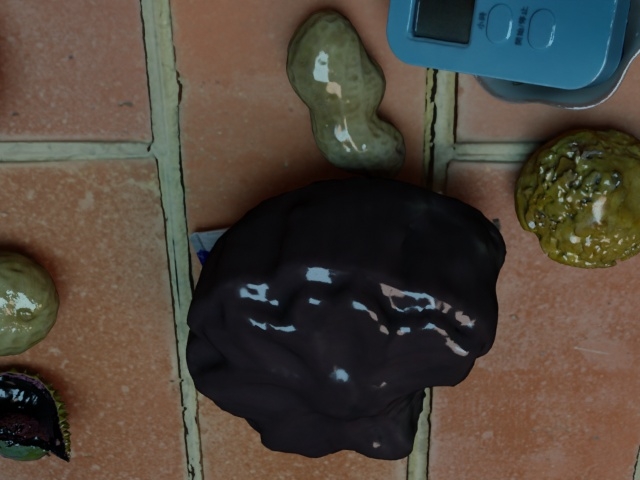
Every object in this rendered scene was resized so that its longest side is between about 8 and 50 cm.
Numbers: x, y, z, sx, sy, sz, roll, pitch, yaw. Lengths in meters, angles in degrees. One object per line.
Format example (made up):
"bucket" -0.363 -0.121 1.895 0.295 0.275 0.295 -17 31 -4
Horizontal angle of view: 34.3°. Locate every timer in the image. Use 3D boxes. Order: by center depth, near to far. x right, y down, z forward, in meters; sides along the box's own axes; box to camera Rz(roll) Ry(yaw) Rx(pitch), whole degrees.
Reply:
"timer" 0.185 -0.277 1.039 0.250 0.091 0.232 12 106 24

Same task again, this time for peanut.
"peanut" 0.031 -0.155 1.190 0.104 0.085 0.228 -25 120 -5
"peanut" -0.413 0.081 1.327 0.159 0.109 0.140 -16 134 15

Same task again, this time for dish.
"dish" 0.253 -0.252 1.107 0.229 0.081 0.229 4 102 22

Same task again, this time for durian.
"durian" -0.425 0.246 1.454 0.187 0.119 0.108 10 159 -1

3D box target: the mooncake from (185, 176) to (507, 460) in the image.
"mooncake" 0.022 0.106 1.235 0.350 0.212 0.381 13 137 -1

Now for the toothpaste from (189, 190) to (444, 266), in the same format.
"toothpaste" 0.000 0.000 1.302 0.323 0.066 0.100 -11 128 13

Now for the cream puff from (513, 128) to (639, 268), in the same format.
"cream puff" 0.325 -0.047 1.228 0.189 0.129 0.189 -1 122 -2
